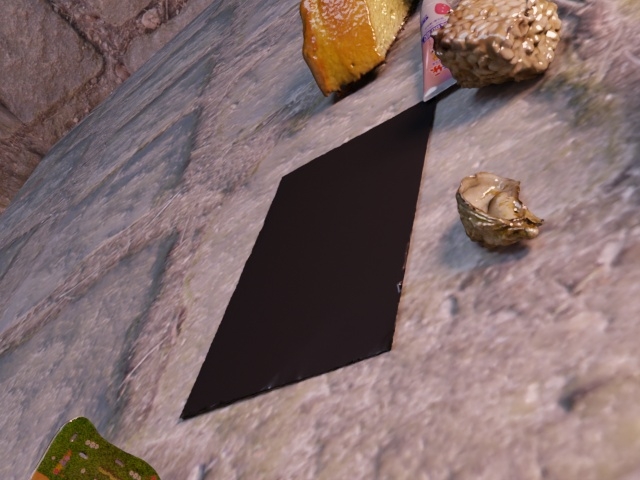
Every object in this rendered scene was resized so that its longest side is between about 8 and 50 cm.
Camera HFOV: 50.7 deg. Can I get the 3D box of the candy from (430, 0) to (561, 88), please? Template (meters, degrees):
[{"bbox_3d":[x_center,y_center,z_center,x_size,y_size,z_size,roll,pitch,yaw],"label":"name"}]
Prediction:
[{"bbox_3d":[0.167,-0.191,0.647,0.110,0.085,0.095,3,62,51],"label":"candy"}]

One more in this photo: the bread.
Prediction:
[{"bbox_3d":[0.047,-0.336,0.976,0.129,0.134,0.260,-19,35,40],"label":"bread"}]

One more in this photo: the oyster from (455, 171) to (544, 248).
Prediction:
[{"bbox_3d":[0.138,-0.020,0.510,0.080,0.038,0.083,17,32,34],"label":"oyster"}]

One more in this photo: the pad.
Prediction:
[{"bbox_3d":[0.000,0.000,0.690,0.247,0.007,0.367,-26,31,34],"label":"pad"}]

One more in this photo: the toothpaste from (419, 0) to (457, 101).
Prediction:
[{"bbox_3d":[0.142,-0.230,0.792,0.067,0.043,0.194,-28,36,24],"label":"toothpaste"}]

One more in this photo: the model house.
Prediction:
[{"bbox_3d":[-0.173,0.229,0.479,0.088,0.117,0.167,0,46,50],"label":"model house"}]
